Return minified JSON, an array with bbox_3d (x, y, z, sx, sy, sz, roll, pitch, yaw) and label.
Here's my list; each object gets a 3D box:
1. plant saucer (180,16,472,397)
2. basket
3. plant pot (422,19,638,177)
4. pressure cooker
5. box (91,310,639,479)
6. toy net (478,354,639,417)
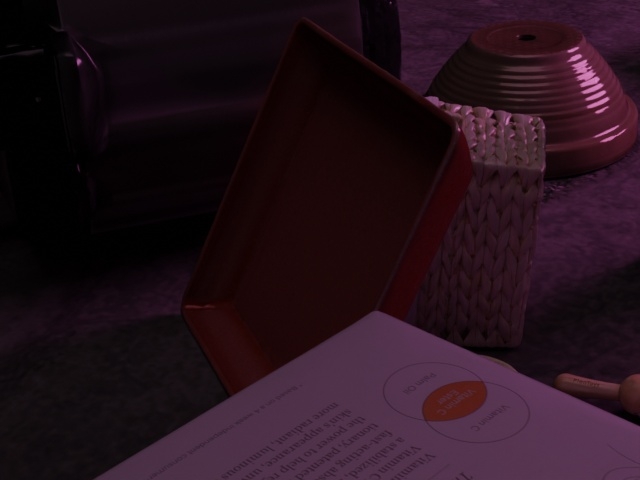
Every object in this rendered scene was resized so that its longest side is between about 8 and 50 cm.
[{"bbox_3d":[0.000,0.000,0.793,0.047,0.259,0.258,16,17,-30],"label":"plant saucer"},{"bbox_3d":[0.110,-0.011,0.852,0.103,0.167,0.113,6,29,8],"label":"basket"},{"bbox_3d":[0.212,-0.161,1.180,0.237,0.110,0.237,-3,27,2],"label":"plant pot"},{"bbox_3d":[-0.172,-0.188,1.013,0.420,0.370,0.376,-11,73,-13],"label":"pressure cooker"},{"bbox_3d":[0.082,0.194,0.461,0.215,0.168,0.345,-27,35,-37],"label":"box"},{"bbox_3d":[0.186,0.110,0.737,0.232,0.045,0.122,-10,28,-11],"label":"toy net"}]
